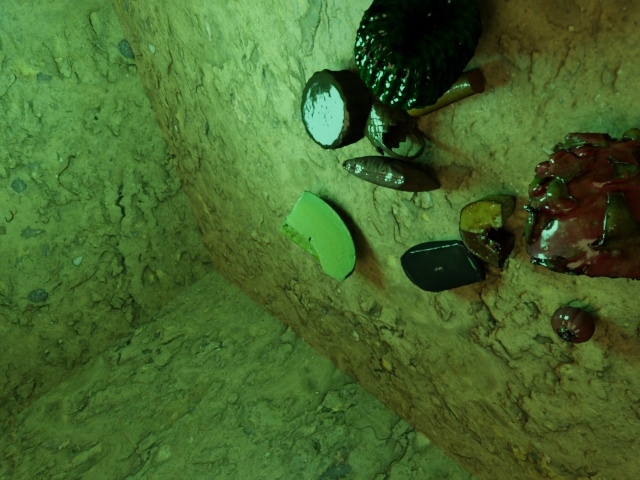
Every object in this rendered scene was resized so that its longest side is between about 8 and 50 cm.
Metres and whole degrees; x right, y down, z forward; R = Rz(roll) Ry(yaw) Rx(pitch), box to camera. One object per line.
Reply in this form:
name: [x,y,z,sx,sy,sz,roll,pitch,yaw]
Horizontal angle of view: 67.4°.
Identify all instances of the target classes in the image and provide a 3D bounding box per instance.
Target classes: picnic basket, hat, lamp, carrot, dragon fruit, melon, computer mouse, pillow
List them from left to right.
melon: [0.000,0.000,1.904,0.343,0.226,0.331,38,141,-4]
pillow: [0.203,-0.192,1.368,0.223,0.236,0.084,27,112,32]
picnic basket: [0.207,-0.287,1.315,0.178,0.128,0.138,53,156,18]
hat: [0.199,-0.394,1.079,0.242,0.274,0.332,59,171,7]
carrot: [0.293,-0.355,1.176,0.225,0.067,0.067,-5,120,56]
computer mouse: [0.390,0.072,1.534,0.295,0.087,0.168,-17,113,48]
lamp: [0.670,0.224,1.278,0.107,0.092,0.108,37,150,26]
dragon fruit: [0.553,-0.083,0.926,0.296,0.314,0.263,7,105,19]

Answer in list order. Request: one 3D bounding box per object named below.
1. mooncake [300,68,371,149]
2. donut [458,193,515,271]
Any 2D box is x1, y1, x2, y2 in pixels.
mooncake: [0.050,-0.387,1.415,0.228,0.124,0.228,28,127,46]
donut: [0.454,-0.043,1.289,0.141,0.085,0.217,28,144,38]
